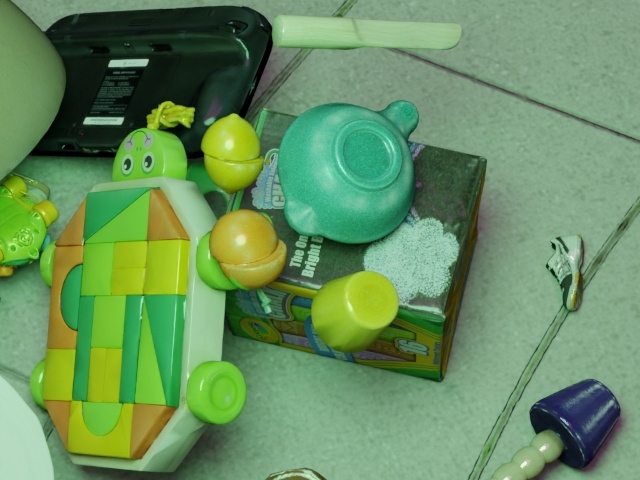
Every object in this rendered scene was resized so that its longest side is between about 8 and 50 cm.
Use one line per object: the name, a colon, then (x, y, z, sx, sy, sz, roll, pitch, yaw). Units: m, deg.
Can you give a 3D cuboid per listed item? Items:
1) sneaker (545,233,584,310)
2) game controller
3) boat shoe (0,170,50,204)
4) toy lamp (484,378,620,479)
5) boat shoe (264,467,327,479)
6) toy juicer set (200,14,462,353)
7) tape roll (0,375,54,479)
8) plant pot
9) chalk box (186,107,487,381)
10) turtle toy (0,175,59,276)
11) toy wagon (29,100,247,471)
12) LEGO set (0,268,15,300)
sneaker: (0.245, 0.033, 1.736, 0.037, 0.032, 0.083, -2, 59, 16)
game controller: (-0.191, -0.160, 1.753, 0.319, 0.067, 0.166, 3, 72, 38)
boat shoe: (-0.343, -0.060, 1.789, 0.135, 0.050, 0.045, 25, 51, 11)
toy lamp: (0.170, 0.227, 1.611, 0.274, 0.080, 0.080, -35, 69, -20)
boat shoe: (0.010, 0.356, 1.541, 0.122, 0.120, 0.324, -13, 66, -4)
toy juicer set: (-0.006, -0.078, 1.548, 0.209, 0.089, 0.329, 20, 67, -15)
tape roll: (-0.388, 0.231, 1.549, 0.286, 0.100, 0.286, 2, 86, -25)
plant pot: (-0.421, -0.178, 1.704, 0.284, 0.191, 0.284, -16, 42, 15)
chalk box: (0.000, 0.000, 1.677, 0.289, 0.179, 0.180, 13, 67, 9)
turtle toy: (-0.323, -0.013, 1.721, 0.095, 0.066, 0.130, -38, 57, -26)
toy wagon: (-0.172, 0.039, 1.603, 0.267, 0.068, 0.344, -3, 82, 47)
LEGO set: (-0.328, 0.023, 1.764, 0.054, 0.023, 0.083, 30, 83, 18)
